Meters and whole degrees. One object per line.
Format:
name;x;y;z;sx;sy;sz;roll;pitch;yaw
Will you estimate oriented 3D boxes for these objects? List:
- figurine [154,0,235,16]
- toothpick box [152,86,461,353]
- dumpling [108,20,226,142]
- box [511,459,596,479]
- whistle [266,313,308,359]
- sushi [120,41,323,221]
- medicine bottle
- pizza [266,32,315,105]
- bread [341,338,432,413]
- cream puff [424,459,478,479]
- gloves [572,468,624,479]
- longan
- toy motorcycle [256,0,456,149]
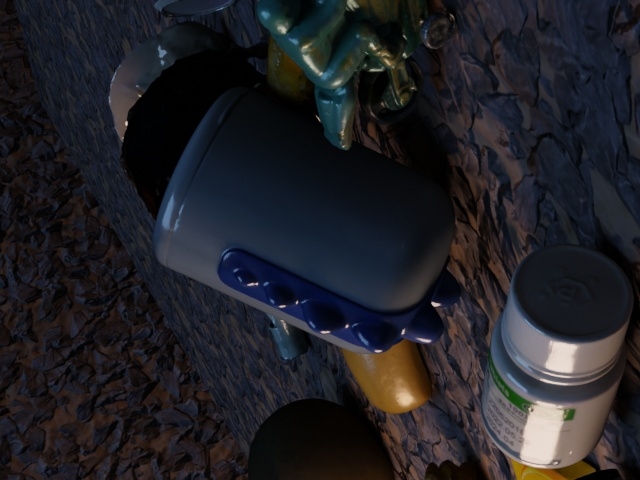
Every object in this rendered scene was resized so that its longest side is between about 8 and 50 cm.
figurine;-0.199;-0.426;1.804;0.132;0.132;0.154;164;95;-72
toothpick box;0.000;0.000;1.417;0.354;0.263;0.263;25;155;4
dumpling;-0.217;-0.212;1.972;0.163;0.204;0.293;33;136;40
box;0.312;0.372;1.484;0.152;0.043;0.269;26;139;64
whistle;-0.096;0.076;2.244;0.062;0.062;0.312;24;136;65
sushi;-0.122;-0.102;1.715;0.294;0.281;0.300;51;166;54
medicine bottle;0.235;0.119;1.204;0.139;0.139;0.237;54;161;32
pizza;-0.016;-0.272;1.435;0.335;0.086;0.226;-89;9;-82
bread;0.083;0.155;1.774;0.147;0.098;0.217;8;123;65
cream puff;0.193;0.379;1.728;0.122;0.116;0.094;53;178;-14
gloves;0.337;0.355;1.293;0.127;0.111;0.212;-26;81;68
longan;0.005;0.422;2.140;0.300;0.243;0.300;47;-160;-23
toy motorcycle;0.031;-0.233;1.232;0.109;0.198;0.297;37;149;47
